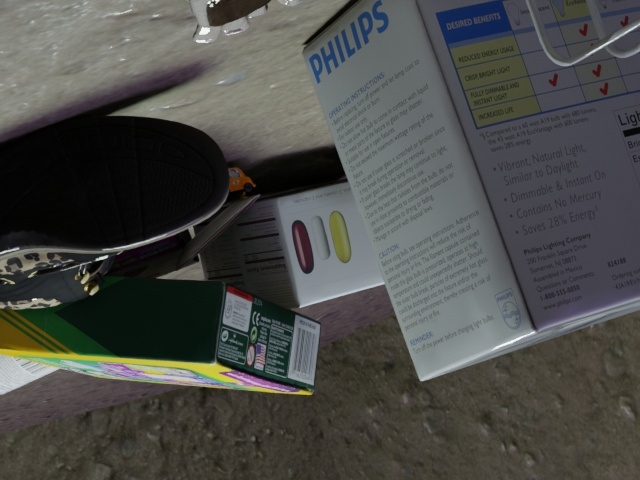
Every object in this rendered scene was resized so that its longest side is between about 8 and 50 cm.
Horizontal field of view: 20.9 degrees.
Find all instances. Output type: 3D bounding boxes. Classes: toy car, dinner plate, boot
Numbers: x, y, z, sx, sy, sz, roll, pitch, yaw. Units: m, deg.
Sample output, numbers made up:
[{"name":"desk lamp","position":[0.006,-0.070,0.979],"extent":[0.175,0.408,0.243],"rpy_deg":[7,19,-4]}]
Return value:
[{"name":"toy car","position":[-0.118,-0.068,2.164],"extent":[0.060,0.040,0.122],"rpy_deg":[-14,177,-10]},{"name":"dinner plate","position":[-0.131,-0.014,2.153],"extent":[0.141,0.017,0.141],"rpy_deg":[-41,-179,0]},{"name":"boot","position":[-0.266,-0.017,1.827],"extent":[0.377,0.138,0.284],"rpy_deg":[-16,170,3]}]

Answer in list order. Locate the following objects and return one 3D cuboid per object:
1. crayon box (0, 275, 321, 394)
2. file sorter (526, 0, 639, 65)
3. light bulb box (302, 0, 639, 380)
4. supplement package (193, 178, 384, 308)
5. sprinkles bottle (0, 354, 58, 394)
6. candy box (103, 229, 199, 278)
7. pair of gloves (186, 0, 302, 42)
[{"name":"crayon box","position":[-0.204,0.114,2.125],"extent":[0.313,0.106,0.363],"rpy_deg":[4,171,18]},{"name":"file sorter","position":[0.307,-0.266,1.429],"extent":[0.278,0.193,0.173],"rpy_deg":[-15,173,-29]},{"name":"light bulb box","position":[0.226,-0.094,1.716],"extent":[0.358,0.361,0.225],"rpy_deg":[-14,171,-31]},{"name":"supplement package","position":[0.000,0.000,2.318],"extent":[0.262,0.145,0.204],"rpy_deg":[-15,-176,-38]},{"name":"sprinkles bottle","position":[-0.443,0.153,2.498],"extent":[0.355,0.121,0.121],"rpy_deg":[-25,170,27]},{"name":"candy box","position":[-0.251,0.006,2.201],"extent":[0.159,0.071,0.233],"rpy_deg":[-20,170,-1]},{"name":"pair of gloves","position":[0.001,-0.235,1.422],"extent":[0.240,0.042,0.204],"rpy_deg":[-19,171,-8]}]
